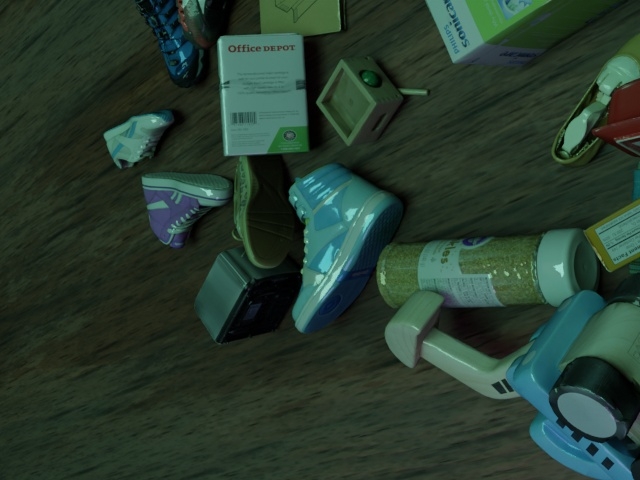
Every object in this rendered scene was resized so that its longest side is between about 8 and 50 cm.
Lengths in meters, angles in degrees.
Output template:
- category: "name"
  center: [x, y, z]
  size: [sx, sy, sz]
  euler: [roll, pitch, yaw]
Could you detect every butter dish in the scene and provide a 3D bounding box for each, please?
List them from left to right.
- category: "butter dish"
  center: [0.471, -0.189, 1.270]
  size: [0.160, 0.160, 0.118]
  euler: [-12, 73, 40]

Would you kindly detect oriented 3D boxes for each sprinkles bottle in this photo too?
- category: "sprinkles bottle"
  center: [0.262, 0.051, 1.492]
  size: [0.355, 0.121, 0.121]
  euler: [-5, 93, 41]

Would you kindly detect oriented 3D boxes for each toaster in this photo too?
- category: "toaster"
  center: [-0.136, 0.099, 1.807]
  size: [0.110, 0.168, 0.185]
  euler: [46, 123, 27]

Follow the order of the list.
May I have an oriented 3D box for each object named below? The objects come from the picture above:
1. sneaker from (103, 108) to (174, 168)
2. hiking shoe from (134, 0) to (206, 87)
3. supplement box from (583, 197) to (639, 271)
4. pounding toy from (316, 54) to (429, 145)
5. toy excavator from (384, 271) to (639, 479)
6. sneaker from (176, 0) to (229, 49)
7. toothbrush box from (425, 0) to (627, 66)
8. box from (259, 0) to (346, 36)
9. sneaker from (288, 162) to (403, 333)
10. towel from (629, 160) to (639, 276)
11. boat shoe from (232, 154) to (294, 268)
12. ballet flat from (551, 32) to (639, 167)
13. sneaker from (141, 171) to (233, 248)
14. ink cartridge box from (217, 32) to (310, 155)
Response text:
- category: "sneaker"
  center: [-0.389, -0.227, 2.035]
  size: [0.229, 0.087, 0.092]
  euler: [-18, 91, 48]
- category: "hiking shoe"
  center: [-0.329, -0.462, 1.909]
  size: [0.113, 0.132, 0.304]
  euler: [-14, 87, 41]
- category: "supplement box"
  center: [0.485, -0.042, 1.266]
  size: [0.233, 0.078, 0.080]
  euler: [-33, 80, 40]
- category: "pounding toy"
  center: [0.090, -0.251, 1.624]
  size: [0.130, 0.100, 0.141]
  euler: [55, 137, 21]
- category: "toy excavator"
  center: [0.334, 0.206, 1.345]
  size: [0.433, 0.222, 0.445]
  euler: [42, 150, 0]
- category: "sneaker"
  center: [-0.211, -0.514, 1.824]
  size: [0.135, 0.098, 0.276]
  euler: [16, 106, 40]
- category: "toothbrush box"
  center: [0.327, -0.369, 1.318]
  size: [0.283, 0.206, 0.122]
  euler: [-31, 77, 39]
- category: "box"
  center: [-0.037, -0.466, 1.735]
  size: [0.201, 0.021, 0.164]
  euler: [2, 98, 41]
- category: "sneaker"
  center: [0.000, 0.000, 1.709]
  size: [0.208, 0.127, 0.319]
  euler: [42, 111, 26]
- category: "towel"
  center: [0.566, 0.073, 1.296]
  size: [0.271, 0.040, 0.370]
  euler: [7, 103, 41]
- category: "boat shoe"
  center: [-0.117, -0.060, 1.780]
  size: [0.089, 0.105, 0.285]
  euler: [-45, 38, 45]
- category: "ballet flat"
  center: [0.420, -0.201, 1.353]
  size: [0.080, 0.073, 0.232]
  euler: [43, 121, 26]
- category: "sneaker"
  center: [-0.273, -0.059, 1.954]
  size: [0.282, 0.102, 0.161]
  euler: [9, 106, 50]
- category: "ink cartridge box"
  center: [-0.108, -0.270, 1.727]
  size: [0.092, 0.160, 0.219]
  euler: [-148, 56, -81]
